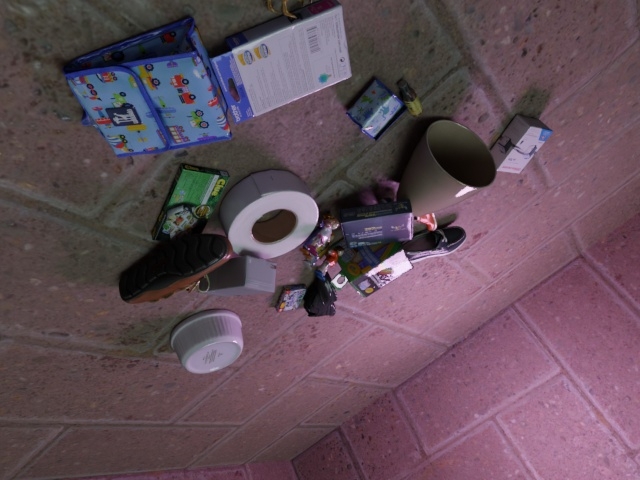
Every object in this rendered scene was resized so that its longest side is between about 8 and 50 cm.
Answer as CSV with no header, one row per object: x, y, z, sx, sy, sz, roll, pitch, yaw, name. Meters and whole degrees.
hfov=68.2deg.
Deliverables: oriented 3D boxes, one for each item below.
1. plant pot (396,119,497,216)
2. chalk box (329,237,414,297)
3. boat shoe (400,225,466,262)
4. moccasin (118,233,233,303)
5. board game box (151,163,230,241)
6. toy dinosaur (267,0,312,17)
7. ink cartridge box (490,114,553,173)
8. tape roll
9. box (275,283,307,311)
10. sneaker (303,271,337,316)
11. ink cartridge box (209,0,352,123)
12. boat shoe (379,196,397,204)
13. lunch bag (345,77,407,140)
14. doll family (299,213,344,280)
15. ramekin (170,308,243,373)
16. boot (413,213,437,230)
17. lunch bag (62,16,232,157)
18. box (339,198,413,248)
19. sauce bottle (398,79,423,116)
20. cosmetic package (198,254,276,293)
0.369,-0.200,1.523,0.257,0.256,0.274,-5,155,-30,plant pot
0.163,0.080,1.752,0.289,0.179,0.180,-32,145,6,chalk box
0.458,0.007,1.915,0.303,0.114,0.091,-23,150,-9,boat shoe
-0.409,0.093,1.388,0.380,0.139,0.147,-32,156,18,moccasin
-0.362,-0.094,1.309,0.136,0.030,0.259,8,131,-37,board game box
-0.079,-0.523,0.963,0.212,0.064,0.112,-7,122,-42,toy dinosaur
0.703,-0.340,1.685,0.140,0.082,0.190,-1,134,-33,ink cartridge box
-0.153,-0.073,1.415,0.286,0.100,0.286,-18,143,-14,tape roll
-0.117,0.228,1.869,0.094,0.027,0.137,-4,138,-29,box
-0.006,0.229,1.887,0.130,0.109,0.286,-13,140,-11,sneaker
-0.087,-0.407,1.083,0.311,0.065,0.185,-27,145,-8,ink cartridge box
0.278,-0.091,1.688,0.079,0.095,0.254,-31,146,6,boat shoe
0.165,-0.349,1.306,0.129,0.096,0.151,-45,156,17,lunch bag
0.000,0.000,1.582,0.163,0.118,0.263,-52,155,-22,doll family
-0.415,0.389,1.779,0.273,0.127,0.272,-19,144,-15,ramekin
0.398,-0.087,1.813,0.085,0.059,0.157,-25,136,0,boot
-0.364,-0.301,0.997,0.294,0.138,0.221,-15,144,1,lunch bag
0.188,-0.051,1.576,0.233,0.059,0.183,-8,150,6,box
0.253,-0.403,1.338,0.042,0.042,0.128,-37,141,11,sauce bottle
-0.262,0.116,1.482,0.238,0.107,0.127,-9,161,43,cosmetic package
